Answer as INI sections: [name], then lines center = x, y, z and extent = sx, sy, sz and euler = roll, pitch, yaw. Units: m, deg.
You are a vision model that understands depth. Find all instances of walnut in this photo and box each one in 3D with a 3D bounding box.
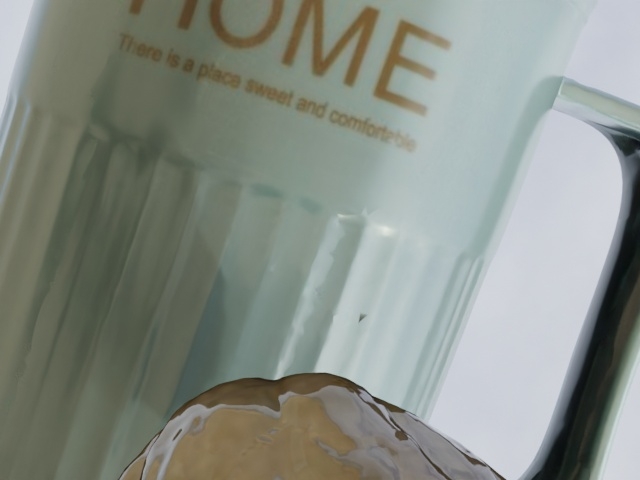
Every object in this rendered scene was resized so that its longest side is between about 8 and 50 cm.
[walnut]
center = 0.009, 0.157, 0.372
extent = 0.178, 0.178, 0.230
euler = -30, -117, 24

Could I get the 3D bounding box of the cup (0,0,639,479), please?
[cup]
center = -0.013, -0.006, 0.619
extent = 0.257, 0.331, 0.311
euler = 25, -84, 54
